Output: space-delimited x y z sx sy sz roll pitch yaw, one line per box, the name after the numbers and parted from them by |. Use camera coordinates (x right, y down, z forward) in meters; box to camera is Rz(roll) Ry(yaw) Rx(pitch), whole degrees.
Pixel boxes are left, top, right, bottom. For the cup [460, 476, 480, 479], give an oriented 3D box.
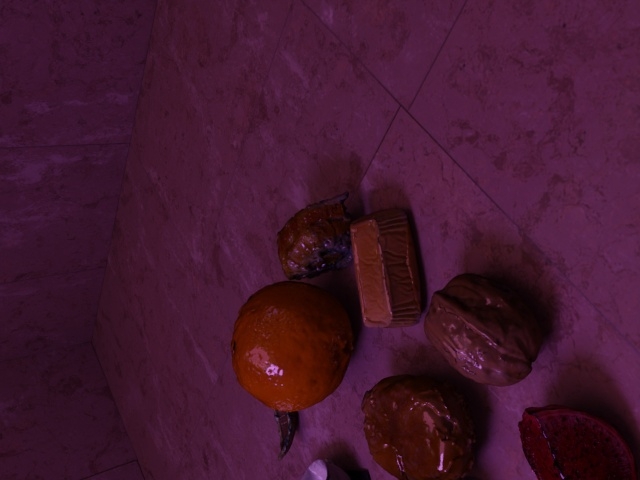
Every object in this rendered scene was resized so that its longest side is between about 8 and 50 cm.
0.278 0.658 1.301 0.185 0.226 0.241 -8 84 54 | cup

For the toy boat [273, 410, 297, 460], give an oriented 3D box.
-0.128 0.547 1.931 0.108 0.099 0.293 -46 54 47 | toy boat

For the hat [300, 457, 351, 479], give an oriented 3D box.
0.060 0.772 1.692 0.301 0.168 0.258 52 171 -7 | hat

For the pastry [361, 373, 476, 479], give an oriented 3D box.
0.232 0.425 1.365 0.311 0.162 0.255 -13 86 56 | pastry

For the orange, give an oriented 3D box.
-0.062 0.274 1.585 0.293 0.340 0.340 1 100 25 | orange

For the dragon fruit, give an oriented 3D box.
0.463 0.407 1.077 0.189 0.163 0.262 -22 82 24 | dragon fruit

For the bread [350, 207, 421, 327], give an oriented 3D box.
0.151 0.069 1.426 0.152 0.119 0.288 -14 84 54 | bread

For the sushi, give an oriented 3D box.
0.000 0.000 1.539 0.274 0.184 0.139 -49 51 55 | sushi

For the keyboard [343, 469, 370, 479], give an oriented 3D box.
0.087 0.702 1.745 0.196 0.015 0.074 -30 78 52 | keyboard

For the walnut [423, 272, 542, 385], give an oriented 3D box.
0.315 0.171 1.179 0.245 0.198 0.198 36 125 40 | walnut
